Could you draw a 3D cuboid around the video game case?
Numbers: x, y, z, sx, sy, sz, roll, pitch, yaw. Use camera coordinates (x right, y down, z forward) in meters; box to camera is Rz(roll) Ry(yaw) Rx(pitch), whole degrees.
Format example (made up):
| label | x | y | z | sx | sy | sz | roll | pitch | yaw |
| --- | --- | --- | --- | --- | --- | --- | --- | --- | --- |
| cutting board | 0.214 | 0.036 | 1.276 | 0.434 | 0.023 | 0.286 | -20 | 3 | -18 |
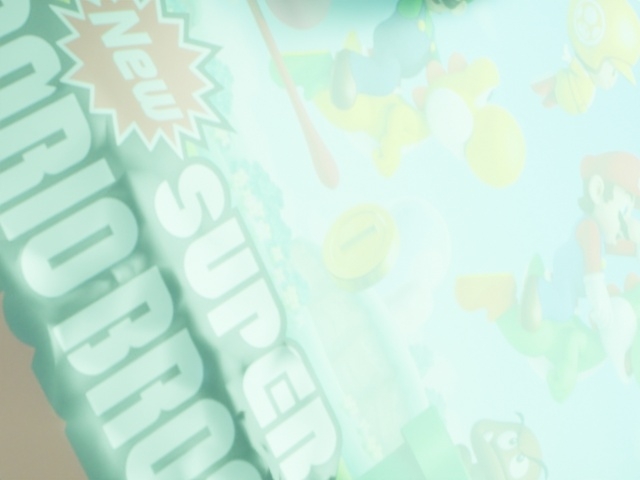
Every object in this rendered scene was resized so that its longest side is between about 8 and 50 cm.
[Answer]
| label | x | y | z | sx | sy | sz | roll | pitch | yaw |
| --- | --- | --- | --- | --- | --- | --- | --- | --- | --- |
| video game case | 0.000 | 0.000 | 0.410 | 0.285 | 0.025 | 0.204 | -33 | 102 | -38 |
